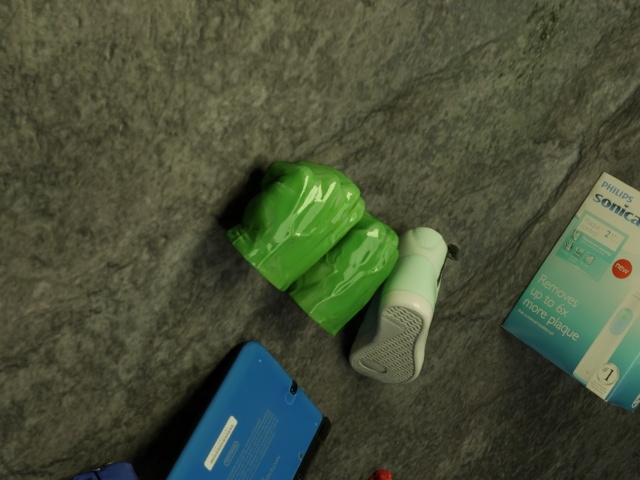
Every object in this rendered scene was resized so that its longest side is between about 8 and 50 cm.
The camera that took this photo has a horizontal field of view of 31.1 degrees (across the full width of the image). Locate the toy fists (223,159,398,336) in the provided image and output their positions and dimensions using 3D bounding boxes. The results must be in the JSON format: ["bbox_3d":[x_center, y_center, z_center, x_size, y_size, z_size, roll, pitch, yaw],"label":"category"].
[{"bbox_3d":[0.000,0.000,1.321,0.142,0.096,0.279,-43,145,0],"label":"toy fists"}]

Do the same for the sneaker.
[{"bbox_3d":[0.112,0.085,1.509,0.256,0.094,0.151,110,1,-58],"label":"sneaker"}]

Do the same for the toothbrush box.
[{"bbox_3d":[0.461,0.079,1.775,0.295,0.216,0.126,-56,144,6],"label":"toothbrush box"}]

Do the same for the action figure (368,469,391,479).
[{"bbox_3d":[0.062,0.417,1.697,0.280,0.139,0.091,-7,125,-47],"label":"action figure"}]

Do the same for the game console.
[{"bbox_3d":[-0.124,0.311,1.398,0.250,0.173,0.293,52,45,-25],"label":"game console"}]

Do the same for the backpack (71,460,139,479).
[{"bbox_3d":[-0.255,0.311,1.300,0.120,0.098,0.101,-16,121,-23],"label":"backpack"}]
